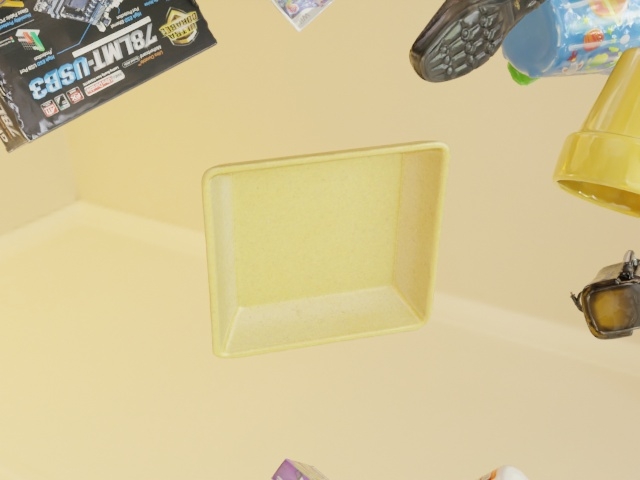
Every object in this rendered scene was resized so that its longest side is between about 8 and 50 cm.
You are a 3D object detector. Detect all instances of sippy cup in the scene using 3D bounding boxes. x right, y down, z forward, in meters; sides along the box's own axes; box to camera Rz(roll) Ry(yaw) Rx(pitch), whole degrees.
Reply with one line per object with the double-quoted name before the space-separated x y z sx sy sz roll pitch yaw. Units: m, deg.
"sippy cup" 0.437 -0.383 1.688 0.224 0.306 0.240 -18 -141 -26

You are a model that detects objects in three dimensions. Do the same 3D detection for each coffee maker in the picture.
"coffee maker" 0.525 0.113 1.737 0.171 0.120 0.178 -41 170 27

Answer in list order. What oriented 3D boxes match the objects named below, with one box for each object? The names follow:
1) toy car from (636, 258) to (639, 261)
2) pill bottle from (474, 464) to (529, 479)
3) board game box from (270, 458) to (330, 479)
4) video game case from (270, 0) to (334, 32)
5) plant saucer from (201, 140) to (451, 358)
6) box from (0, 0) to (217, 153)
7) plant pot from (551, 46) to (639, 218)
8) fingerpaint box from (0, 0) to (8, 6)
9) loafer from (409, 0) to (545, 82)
"toy car" 0.673 0.031 1.941 0.060 0.122 0.040 6 -140 -48
"pill bottle" 0.285 0.512 1.786 0.221 0.121 0.121 -37 -168 26
"board game box" 0.084 0.486 1.587 0.347 0.208 0.056 36 -100 20
"video game case" -0.035 -0.330 1.196 0.087 0.122 0.011 -42 -175 0
"plant saucer" 0.000 0.000 1.367 0.332 0.333 0.081 -8 -141 -12
"box" -0.301 -0.294 1.108 0.295 0.293 0.073 -38 -163 -35
"plant pot" 0.530 -0.170 1.564 0.254 0.239 0.254 19 178 1
"fingerpaint box" -0.158 -0.384 0.779 0.444 0.163 0.371 -26 -158 36
"loafer" 0.165 -0.244 1.019 0.223 0.076 0.078 -44 -133 -20
